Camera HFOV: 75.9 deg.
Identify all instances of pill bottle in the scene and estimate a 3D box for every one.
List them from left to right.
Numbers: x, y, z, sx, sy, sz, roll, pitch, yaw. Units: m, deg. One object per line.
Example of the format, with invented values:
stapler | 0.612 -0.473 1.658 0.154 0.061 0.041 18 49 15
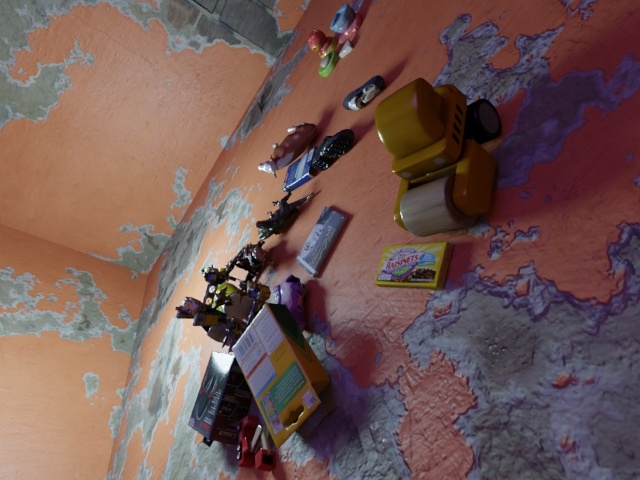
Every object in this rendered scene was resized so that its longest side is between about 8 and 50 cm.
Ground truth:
pill bottle | -0.375 0.242 1.685 0.208 0.119 0.119 20 84 55

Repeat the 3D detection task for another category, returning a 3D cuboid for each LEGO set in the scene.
LEGO set | -0.358 0.219 1.462 0.331 0.192 0.255 24 91 28

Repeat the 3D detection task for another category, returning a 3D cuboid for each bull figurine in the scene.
bull figurine | -0.144 -0.407 1.819 0.310 0.101 0.188 -39 31 2

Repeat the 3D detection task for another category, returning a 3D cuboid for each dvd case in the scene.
dvd case | 0.000 0.000 1.380 0.221 0.018 0.164 -62 28 4

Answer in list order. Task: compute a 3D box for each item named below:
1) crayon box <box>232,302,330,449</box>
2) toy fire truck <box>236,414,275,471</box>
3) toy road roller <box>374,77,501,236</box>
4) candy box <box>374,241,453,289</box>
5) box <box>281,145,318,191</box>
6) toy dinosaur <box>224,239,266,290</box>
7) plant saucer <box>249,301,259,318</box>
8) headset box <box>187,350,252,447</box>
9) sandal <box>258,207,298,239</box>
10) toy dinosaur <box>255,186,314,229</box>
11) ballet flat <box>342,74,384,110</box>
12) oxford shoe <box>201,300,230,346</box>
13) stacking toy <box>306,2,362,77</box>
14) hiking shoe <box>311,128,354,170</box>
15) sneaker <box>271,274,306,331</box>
crayon box | -0.106 0.359 1.126 0.203 0.083 0.323 -53 50 20
toy fire truck | -0.190 0.585 1.193 0.135 0.047 0.192 -49 31 25
toy road roller | 0.234 -0.195 0.909 0.202 0.240 0.330 -17 53 54
candy box | 0.212 0.060 0.965 0.206 0.027 0.105 -7 58 57
box | -0.084 -0.293 1.740 0.225 0.036 0.136 -20 50 52
toy dinosaur | -0.294 0.093 1.698 0.218 0.164 0.322 -60 -2 -7
plant saucer | -0.251 0.264 1.592 0.083 0.013 0.083 -41 36 38
headset box | -0.334 0.542 1.404 0.218 0.110 0.293 -14 56 54
sandal | -0.169 -0.066 1.687 0.219 0.060 0.090 -35 43 19
toy dinosaur | -0.144 -0.139 1.629 0.268 0.064 0.118 -34 47 13
ballet flat | 0.151 -0.523 1.501 0.203 0.074 0.074 -26 46 46
oxford shoe | -0.450 0.321 1.757 0.123 0.130 0.348 -63 28 1
stacking toy | 0.046 -0.963 1.968 0.309 0.130 0.280 -28 44 48
hiking shoe | 0.042 -0.361 1.531 0.227 0.086 0.114 -33 45 46
sneaker | -0.085 0.188 1.301 0.104 0.095 0.236 -49 30 12
